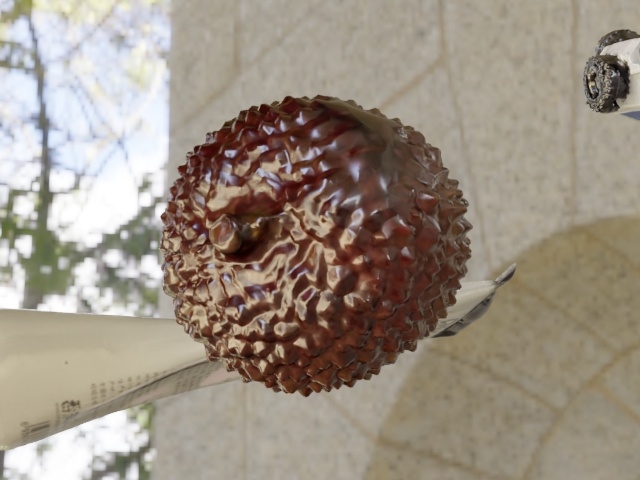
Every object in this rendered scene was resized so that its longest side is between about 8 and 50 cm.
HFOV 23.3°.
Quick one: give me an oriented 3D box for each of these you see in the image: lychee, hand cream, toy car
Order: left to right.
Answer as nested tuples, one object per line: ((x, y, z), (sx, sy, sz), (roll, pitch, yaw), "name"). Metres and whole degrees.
((-0.057, 0.059, 0.864), (0.336, 0.076, 0.121), (-7, -14, -18), "hand cream")
((0.003, 0.002, 0.627), (0.129, 0.123, 0.123), (20, -34, -37), "lychee")
((0.252, -0.115, 1.022), (0.170, 0.070, 0.080), (-13, 4, -19), "toy car")
